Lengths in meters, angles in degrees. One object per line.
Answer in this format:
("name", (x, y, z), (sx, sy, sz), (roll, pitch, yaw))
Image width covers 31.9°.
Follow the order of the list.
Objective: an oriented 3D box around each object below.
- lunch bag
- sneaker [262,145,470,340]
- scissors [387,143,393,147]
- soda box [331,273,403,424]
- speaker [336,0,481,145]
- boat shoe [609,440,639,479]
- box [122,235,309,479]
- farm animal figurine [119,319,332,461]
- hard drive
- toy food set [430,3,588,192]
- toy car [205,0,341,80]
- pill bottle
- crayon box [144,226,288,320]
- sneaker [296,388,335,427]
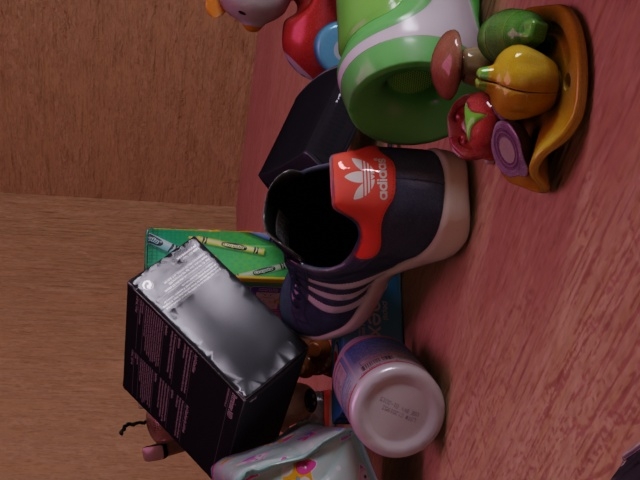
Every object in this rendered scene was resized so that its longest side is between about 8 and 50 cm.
("lunch bag", (0.000, 0.328, 1.134), (0.223, 0.160, 0.262), (153, 96, -76))
("sneaker", (0.000, 0.000, 1.068), (0.350, 0.148, 0.131), (134, 138, -57))
("scissors", (0.079, -0.159, 1.291), (0.109, 0.021, 0.297), (139, 132, -75))
("soda box", (0.049, 0.090, 1.211), (0.071, 0.067, 0.210), (113, 159, -66))
("speaker", (0.072, -0.233, 0.990), (0.131, 0.131, 0.296), (106, 165, -56))
("boat shoe", (0.167, 0.117, 0.498), (0.065, 0.075, 0.206), (-44, -17, -23))
("box", (-0.127, 0.146, 1.271), (0.184, 0.103, 0.261), (45, 150, 17))
("farm animal figurine", (-0.094, 0.252, 1.488), (0.172, 0.327, 0.330), (8, -90, -75))
("hard drive", (-0.008, -0.142, 1.458), (0.172, 0.054, 0.255), (-65, 14, -11))
("toy food set", (0.119, -0.104, 0.797), (0.218, 0.071, 0.128), (-133, 46, -79))
("toy car", (-0.061, -0.330, 1.547), (0.219, 0.238, 0.210), (-122, 36, -76))
("pill bottle", (0.059, 0.139, 1.059), (0.160, 0.087, 0.087), (-128, 42, -78))
("crayon box", (-0.112, 0.065, 1.595), (0.165, 0.278, 0.081), (105, 164, -53))
("sneaker", (-0.015, 0.287, 1.582), (0.061, 0.065, 0.158), (174, 99, -82))
